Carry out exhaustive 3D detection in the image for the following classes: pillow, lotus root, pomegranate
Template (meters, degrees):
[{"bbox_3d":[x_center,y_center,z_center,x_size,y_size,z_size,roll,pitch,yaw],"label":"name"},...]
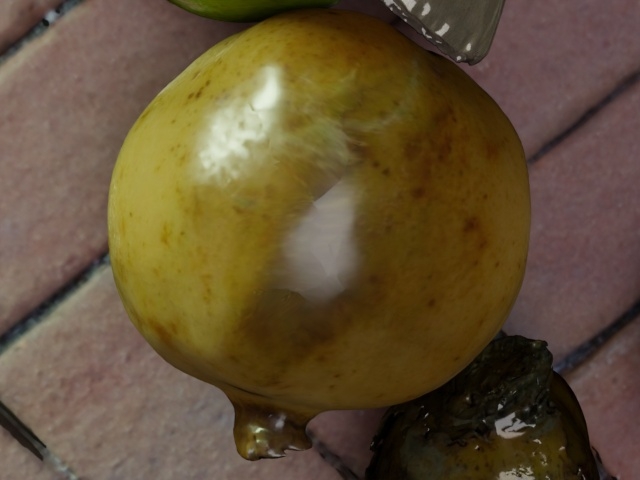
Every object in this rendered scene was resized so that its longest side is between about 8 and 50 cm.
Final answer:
[{"bbox_3d":[0.103,-0.243,0.944,0.130,0.038,0.233,33,67,-24],"label":"pillow"},{"bbox_3d":[0.125,0.236,1.024,0.179,0.196,0.397,-11,128,-15],"label":"lotus root"},{"bbox_3d":[0.001,-0.018,0.915,0.307,0.307,0.307,-3,107,-10],"label":"pomegranate"}]

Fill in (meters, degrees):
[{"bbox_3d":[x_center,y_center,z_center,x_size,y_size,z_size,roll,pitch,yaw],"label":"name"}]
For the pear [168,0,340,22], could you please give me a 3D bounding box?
[{"bbox_3d":[-0.063,-0.266,0.825,0.176,0.282,0.286,-10,108,-16],"label":"pear"}]
